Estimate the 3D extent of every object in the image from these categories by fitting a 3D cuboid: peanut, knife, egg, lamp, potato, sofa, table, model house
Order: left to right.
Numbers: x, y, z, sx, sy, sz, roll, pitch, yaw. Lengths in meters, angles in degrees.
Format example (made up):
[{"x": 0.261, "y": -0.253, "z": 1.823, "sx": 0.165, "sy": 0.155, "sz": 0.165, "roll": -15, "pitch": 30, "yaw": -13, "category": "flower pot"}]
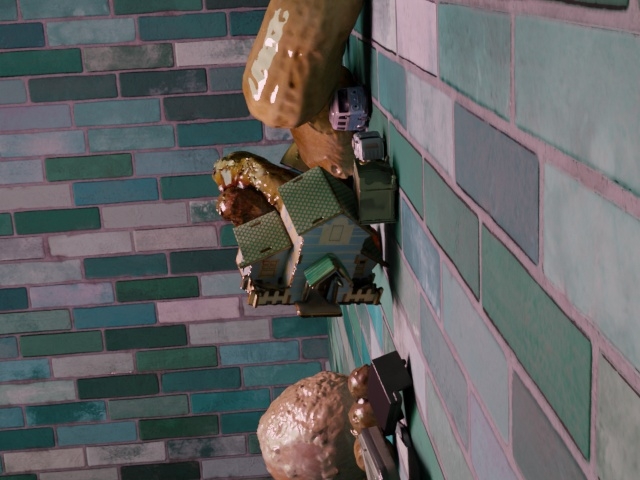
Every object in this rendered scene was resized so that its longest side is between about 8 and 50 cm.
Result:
[{"x": -0.022, "y": -0.375, "z": 1.804, "sx": 0.192, "sy": 0.169, "sz": 0.387, "roll": -39, "pitch": -22, "yaw": -55, "category": "peanut"}, {"x": 0.000, "y": 0.000, "z": 1.640, "sx": 0.178, "sy": 0.271, "sz": 0.206, "roll": -113, "pitch": 31, "yaw": -50, "category": "model house"}, {"x": 0.001, "y": 0.416, "z": 2.090, "sx": 0.310, "sy": 0.279, "sz": 0.279, "roll": -51, "pitch": 35, "yaw": 43, "category": "egg"}, {"x": 0.002, "y": -0.203, "z": 2.401, "sx": 0.117, "sy": 0.182, "sz": 0.202, "roll": -71, "pitch": -17, "yaw": 4, "category": "potato"}, {"x": 0.087, "y": -0.080, "z": 1.561, "sx": 0.079, "sy": 0.062, "sz": 0.083, "roll": -101, "pitch": 8, "yaw": -59, "category": "table"}, {"x": 0.118, "y": 0.245, "z": 1.575, "sx": 0.147, "sy": 0.060, "sz": 0.085, "roll": 92, "pitch": 159, "yaw": -57, "category": "sofa"}, {"x": 0.116, "y": 0.442, "z": 1.522, "sx": 0.269, "sy": 0.047, "sz": 0.267, "roll": -138, "pitch": 35, "yaw": -85, "category": "lamp"}, {"x": 0.133, "y": 0.320, "z": 1.667, "sx": 0.210, "sy": 0.015, "sz": 0.028, "roll": 139, "pitch": 134, "yaw": -85, "category": "knife"}]

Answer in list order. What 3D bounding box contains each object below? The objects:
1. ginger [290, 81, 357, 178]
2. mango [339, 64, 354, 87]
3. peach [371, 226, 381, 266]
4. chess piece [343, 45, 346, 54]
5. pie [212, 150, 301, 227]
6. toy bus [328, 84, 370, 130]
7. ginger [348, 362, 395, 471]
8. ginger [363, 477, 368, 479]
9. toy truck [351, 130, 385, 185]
[{"x": -0.008, "y": -0.246, "z": 2.034, "sx": 0.221, "sy": 0.130, "sz": 0.276, "roll": 101, "pitch": 145, "yaw": -71, "category": "ginger"}, {"x": 0.012, "y": -0.295, "z": 2.203, "sx": 0.295, "sy": 0.120, "sz": 0.177, "roll": 105, "pitch": 159, "yaw": -81, "category": "mango"}, {"x": 0.062, "y": 0.018, "z": 1.843, "sx": 0.101, "sy": 0.100, "sz": 0.101, "roll": 176, "pitch": 90, "yaw": -87, "category": "peach"}, {"x": 0.003, "y": -0.484, "z": 2.123, "sx": 0.251, "sy": 0.144, "sz": 0.144, "roll": 111, "pitch": 155, "yaw": -71, "category": "chess piece"}, {"x": -0.073, "y": -0.082, "z": 2.338, "sx": 0.180, "sy": 0.395, "sz": 0.418, "roll": -54, "pitch": 14, "yaw": 12, "category": "pie"}, {"x": 0.054, "y": -0.249, "z": 1.871, "sx": 0.123, "sy": 0.074, "sz": 0.060, "roll": 102, "pitch": 164, "yaw": -80, "category": "toy bus"}, {"x": 0.095, "y": 0.326, "z": 1.808, "sx": 0.104, "sy": 0.080, "sz": 0.204, "roll": 178, "pitch": 86, "yaw": -73, "category": "ginger"}, {"x": 0.105, "y": 0.633, "z": 2.270, "sx": 0.133, "sy": 0.058, "sz": 0.214, "roll": -161, "pitch": 65, "yaw": -78, "category": "ginger"}, {"x": 0.085, "y": -0.120, "z": 1.674, "sx": 0.063, "sy": 0.052, "sz": 0.123, "roll": -113, "pitch": 18, "yaw": -68, "category": "toy truck"}]
